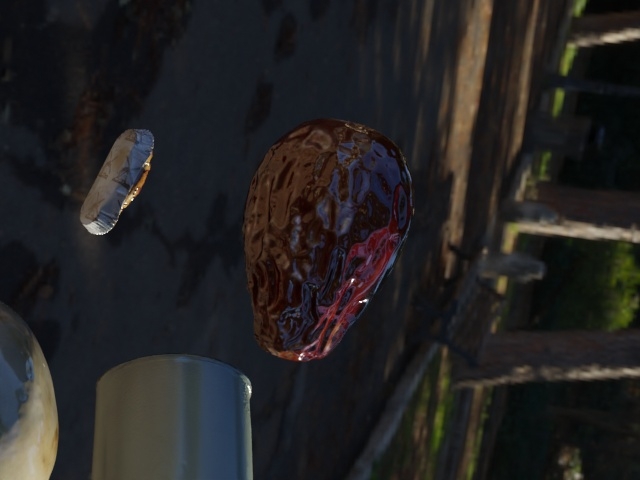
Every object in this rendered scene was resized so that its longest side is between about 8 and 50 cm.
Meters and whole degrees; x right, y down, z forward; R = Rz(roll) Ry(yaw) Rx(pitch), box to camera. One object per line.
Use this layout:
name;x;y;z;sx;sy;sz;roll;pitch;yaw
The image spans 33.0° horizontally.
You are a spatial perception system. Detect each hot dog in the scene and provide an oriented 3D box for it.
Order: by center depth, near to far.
hot dog;-0.328;-0.098;1.762;0.053;0.099;0.192;35;73;-43

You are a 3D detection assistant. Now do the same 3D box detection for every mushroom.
mushroom;-0.325;0.144;0.880;0.207;0.215;0.207;176;-90;-79

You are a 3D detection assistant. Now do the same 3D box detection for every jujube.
jujube;0.000;0.000;1.039;0.168;0.168;0.236;41;63;-76

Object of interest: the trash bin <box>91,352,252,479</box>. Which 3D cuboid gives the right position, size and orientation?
trash bin;-0.196;0.314;1.443;0.277;0.217;0.262;103;-15;-55
